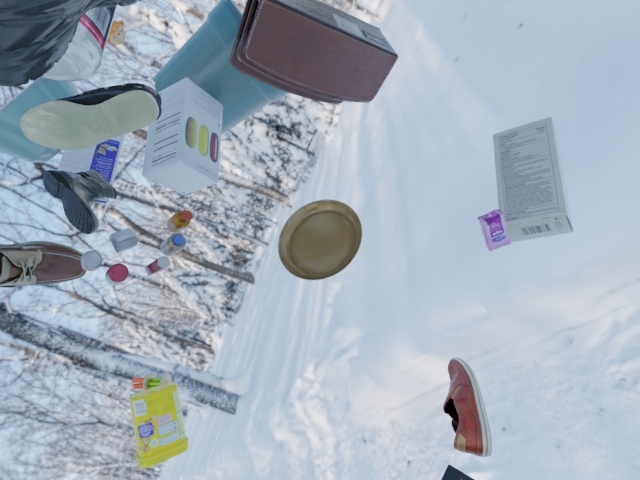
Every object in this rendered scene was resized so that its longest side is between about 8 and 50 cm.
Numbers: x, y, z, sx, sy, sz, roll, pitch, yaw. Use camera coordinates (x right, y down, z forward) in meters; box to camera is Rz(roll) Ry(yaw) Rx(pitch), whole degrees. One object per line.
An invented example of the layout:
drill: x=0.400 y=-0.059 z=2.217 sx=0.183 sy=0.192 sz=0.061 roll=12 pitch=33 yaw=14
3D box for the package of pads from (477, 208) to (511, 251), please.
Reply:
package of pads: x=0.378 y=-0.021 z=0.891 sx=0.050 sy=0.083 sz=0.032 roll=-24 pitch=23 yaw=5

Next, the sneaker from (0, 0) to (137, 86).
sneaker: x=-0.204 y=-0.256 z=0.342 sx=0.130 sy=0.109 sz=0.286 roll=-18 pitch=45 yaw=55

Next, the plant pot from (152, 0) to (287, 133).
plant pot: x=-0.307 y=-0.507 z=1.276 sx=0.334 sy=0.341 sz=0.341 roll=-35 pitch=16 yaw=11

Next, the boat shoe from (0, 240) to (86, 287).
boat shoe: x=-0.745 y=0.066 z=0.993 sx=0.116 sy=0.324 sz=0.123 roll=27 pitch=109 yaw=51

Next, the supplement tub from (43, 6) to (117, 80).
supplement tub: x=-0.359 y=-0.373 z=0.532 sx=0.191 sy=0.191 sz=0.272 roll=147 pitch=134 yaw=-76

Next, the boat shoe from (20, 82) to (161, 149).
boat shoe: x=-0.226 y=-0.125 z=0.411 sx=0.042 sy=0.133 sz=0.048 roll=-109 pitch=5 yaw=-57

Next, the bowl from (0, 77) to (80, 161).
bowl: x=-0.793 y=-0.342 z=1.167 sx=0.312 sy=0.163 sz=0.311 roll=-25 pitch=38 yaw=21

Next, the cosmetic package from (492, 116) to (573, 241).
cosmetic package: x=0.577 y=-0.166 z=1.126 sx=0.160 sy=0.113 sz=0.309 roll=-11 pitch=58 yaw=36

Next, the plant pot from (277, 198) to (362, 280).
plant pot: x=0.000 y=0.000 z=1.090 sx=0.032 sy=0.236 sz=0.236 roll=53 pitch=-129 yaw=-57

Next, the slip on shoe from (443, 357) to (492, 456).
slip on shoe: x=0.403 y=0.461 z=1.179 sx=0.331 sy=0.101 sz=0.123 roll=-76 pitch=-17 yaw=-63

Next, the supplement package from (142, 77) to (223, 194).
supplement package: x=-0.353 y=-0.265 z=1.069 sx=0.134 sy=0.139 sz=0.244 roll=-13 pitch=68 yaw=28

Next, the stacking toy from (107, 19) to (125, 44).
stacking toy: x=-0.507 y=-0.532 z=0.846 sx=0.175 sy=0.166 sz=0.302 roll=-56 pitch=-25 yaw=-15

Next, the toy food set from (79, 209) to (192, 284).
toy food set: x=-0.374 y=0.018 z=0.868 sx=0.232 sy=0.111 sz=0.104 roll=-25 pitch=3 yaw=-35

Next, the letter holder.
letter holder: x=-0.028 y=-0.390 z=0.897 sx=0.214 sy=0.302 sz=0.152 roll=-57 pitch=33 yaw=38

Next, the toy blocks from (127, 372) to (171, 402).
toy blocks: x=-0.497 y=0.433 z=1.178 sx=0.054 sy=0.148 sz=0.123 roll=-78 pitch=-20 yaw=-57

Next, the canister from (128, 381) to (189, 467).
canister: x=-0.415 y=0.467 z=1.052 sx=0.073 sy=0.126 sz=0.169 roll=-12 pitch=87 yaw=52

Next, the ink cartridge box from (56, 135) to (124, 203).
ink cartridge box: x=-0.850 y=-0.285 z=1.514 sx=0.069 sy=0.176 sz=0.370 roll=127 pitch=145 yaw=-47

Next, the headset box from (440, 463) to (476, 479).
headset box: x=0.330 y=0.706 z=0.896 sx=0.283 sy=0.246 sz=0.131 roll=-41 pitch=-40 yaw=-37

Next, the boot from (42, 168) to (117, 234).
boot: x=-0.654 y=-0.126 z=1.174 sx=0.161 sy=0.246 sz=0.083 roll=-18 pitch=-32 yaw=-56
